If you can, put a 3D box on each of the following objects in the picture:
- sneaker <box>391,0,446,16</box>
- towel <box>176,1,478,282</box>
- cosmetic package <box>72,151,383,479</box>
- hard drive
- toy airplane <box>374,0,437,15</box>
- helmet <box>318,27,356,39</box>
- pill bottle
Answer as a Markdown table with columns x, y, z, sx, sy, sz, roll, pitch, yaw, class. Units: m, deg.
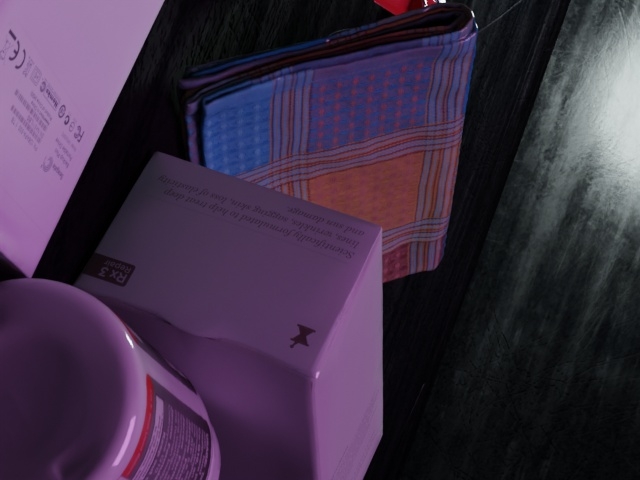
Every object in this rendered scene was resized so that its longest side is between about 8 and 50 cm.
| x | y | z | sx | sy | sz | roll | pitch | yaw | class |
| --- | --- | --- | --- | --- | --- | --- | --- | --- | --- |
| 0.098 | -0.231 | 1.723 | 0.098 | 0.083 | 0.224 | 52 | 52 | -45 | sneaker |
| 0.011 | -0.053 | 1.295 | 0.370 | 0.271 | 0.040 | 90 | -20 | -53 | towel |
| -0.065 | 0.116 | 1.220 | 0.385 | 0.217 | 0.156 | 91 | 23 | -56 | cosmetic package |
| -0.162 | -0.154 | 0.864 | 0.210 | 0.040 | 0.319 | 69 | 42 | -69 | hard drive |
| 0.119 | -0.308 | 1.668 | 0.151 | 0.028 | 0.151 | 4 | 85 | -51 | toy airplane |
| 0.035 | -0.133 | 1.385 | 0.162 | 0.169 | 0.169 | -59 | 170 | 18 | helmet |
| -0.167 | 0.139 | 0.967 | 0.283 | 0.161 | 0.161 | 64 | 46 | -70 | pill bottle |
